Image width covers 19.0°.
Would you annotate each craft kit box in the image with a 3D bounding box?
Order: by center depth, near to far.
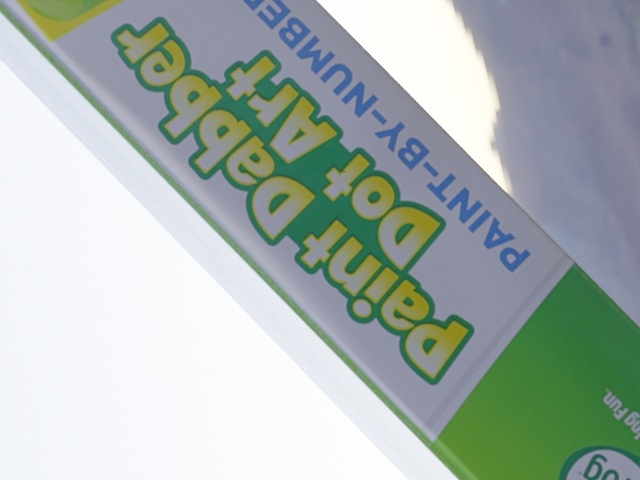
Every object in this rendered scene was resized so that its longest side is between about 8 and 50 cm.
[{"bbox_3d":[0.000,0.000,0.515,0.250,0.061,0.246,46,178,1],"label":"craft kit box"}]
